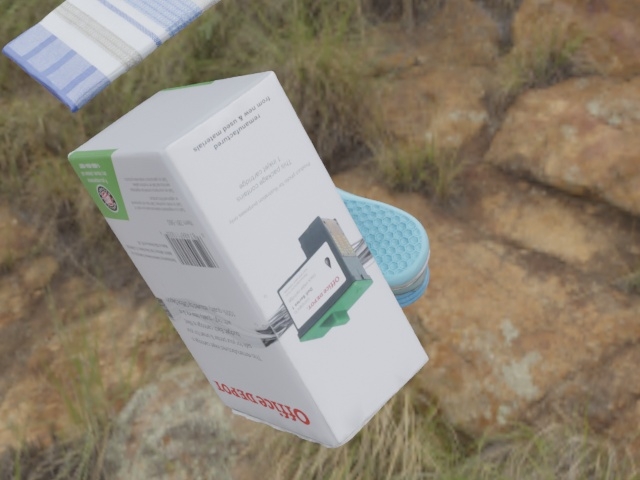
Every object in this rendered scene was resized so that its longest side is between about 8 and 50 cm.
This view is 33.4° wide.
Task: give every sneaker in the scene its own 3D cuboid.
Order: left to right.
[{"bbox_3d":[0.000,0.000,1.379,0.319,0.208,0.127,27,79,21],"label":"sneaker"}]

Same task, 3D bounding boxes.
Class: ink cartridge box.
[{"bbox_3d":[-0.048,0.012,0.697,0.092,0.219,0.160,-39,23,-25],"label":"ink cartridge box"}]

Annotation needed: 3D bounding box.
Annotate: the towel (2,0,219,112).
[{"bbox_3d":[-0.249,-0.285,1.357,0.285,0.034,0.209,-42,48,-14],"label":"towel"}]
